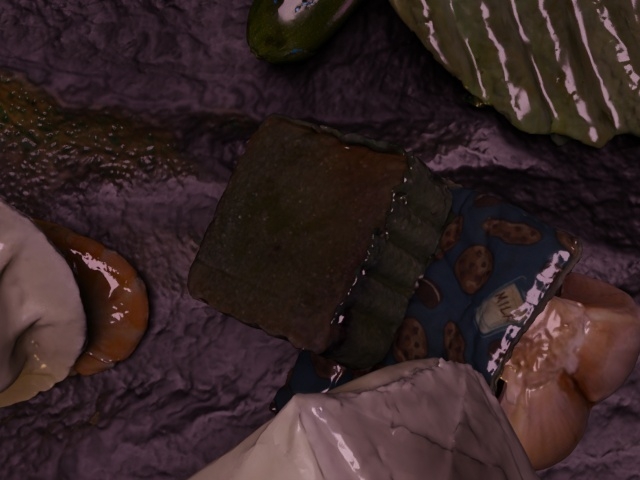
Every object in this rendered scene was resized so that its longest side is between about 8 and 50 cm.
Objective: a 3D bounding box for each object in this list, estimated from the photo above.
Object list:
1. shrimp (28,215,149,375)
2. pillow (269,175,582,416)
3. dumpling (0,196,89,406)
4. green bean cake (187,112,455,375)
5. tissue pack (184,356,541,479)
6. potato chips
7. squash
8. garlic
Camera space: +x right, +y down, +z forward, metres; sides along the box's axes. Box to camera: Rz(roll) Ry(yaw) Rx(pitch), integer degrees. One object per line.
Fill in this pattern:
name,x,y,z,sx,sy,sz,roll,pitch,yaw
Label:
shrimp,-0.266,0.042,0.709,0.236,0.053,0.133,23,105,5
pillow,0.069,0.073,0.618,0.189,0.034,0.256,29,89,45
dumpling,-0.278,0.070,0.634,0.172,0.142,0.247,12,125,-20
green bean cake,0.000,0.000,0.631,0.181,0.094,0.173,18,80,43
tissue pack,-0.019,0.282,0.477,0.380,0.207,0.297,-41,67,31
potato chips,0.252,-0.264,0.658,0.373,0.097,0.389,-44,93,-3
squash,0.044,-0.295,0.711,0.087,0.087,0.332,33,84,9
garlic,0.183,0.101,0.634,0.124,0.099,0.175,30,86,-3
